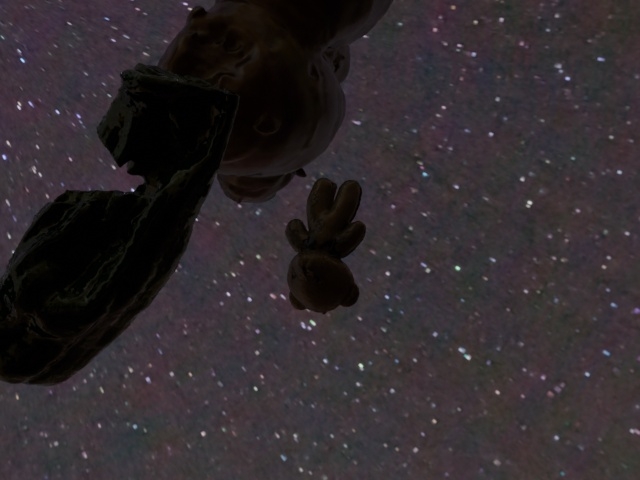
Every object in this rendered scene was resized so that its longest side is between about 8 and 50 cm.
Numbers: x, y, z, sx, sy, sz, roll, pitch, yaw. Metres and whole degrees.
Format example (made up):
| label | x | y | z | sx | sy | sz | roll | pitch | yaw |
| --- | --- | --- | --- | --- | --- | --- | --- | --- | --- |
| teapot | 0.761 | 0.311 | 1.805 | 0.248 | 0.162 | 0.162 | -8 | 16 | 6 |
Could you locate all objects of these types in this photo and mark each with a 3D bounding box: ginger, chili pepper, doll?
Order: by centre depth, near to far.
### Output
| label | x | y | z | sx | sy | sz | roll | pitch | yaw |
| --- | --- | --- | --- | --- | --- | --- | --- | --- | --- |
| chili pepper | -0.141 | -0.004 | 0.569 | 0.099 | 0.083 | 0.253 | 34 | -81 | -4 |
| doll | 0.003 | 0.004 | 0.603 | 0.051 | 0.061 | 0.093 | 64 | -144 | -46 |
| ginger | -0.019 | -0.188 | 0.799 | 0.274 | 0.152 | 0.357 | 62 | -131 | -65 |
